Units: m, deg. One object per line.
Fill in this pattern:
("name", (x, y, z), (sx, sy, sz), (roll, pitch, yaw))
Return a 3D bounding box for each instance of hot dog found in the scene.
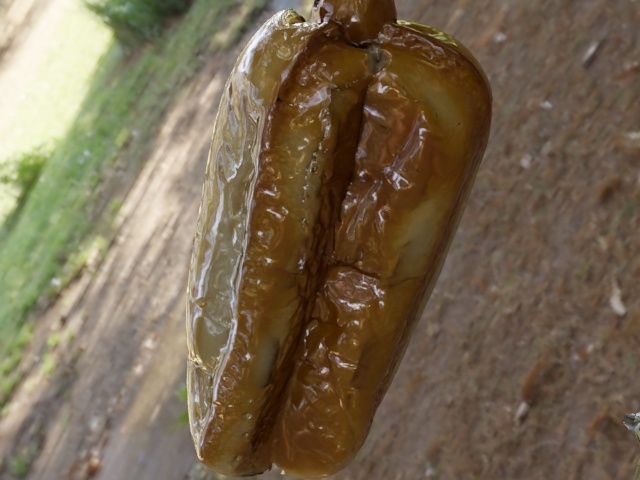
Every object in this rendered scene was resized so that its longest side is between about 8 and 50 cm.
("hot dog", (0.000, 0.000, 0.445), (0.076, 0.102, 0.249), (-97, 16, -50))

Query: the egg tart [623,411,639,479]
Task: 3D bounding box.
("egg tart", (0.152, 0.087, 0.173), (0.315, 0.120, 0.315), (-11, 76, 52))
